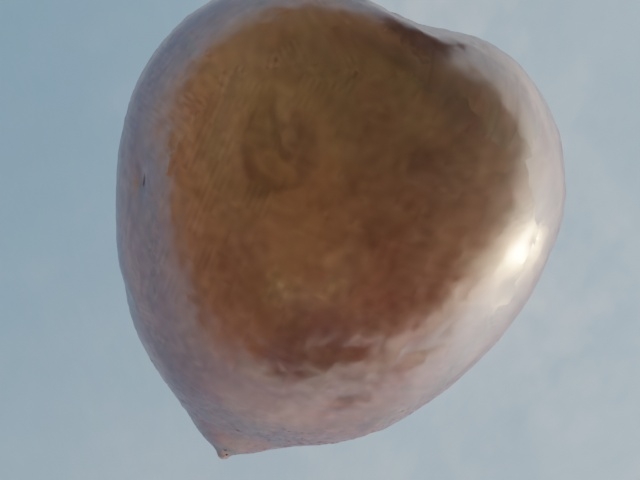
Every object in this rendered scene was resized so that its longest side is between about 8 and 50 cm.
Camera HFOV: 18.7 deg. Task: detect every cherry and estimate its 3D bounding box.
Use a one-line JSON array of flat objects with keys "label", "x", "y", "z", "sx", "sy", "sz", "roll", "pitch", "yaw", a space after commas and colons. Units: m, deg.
[{"label": "cherry", "x": 0.006, "y": -0.007, "z": 0.995, "sx": 0.239, "sy": 0.206, "sz": 0.239, "roll": 7, "pitch": -104, "yaw": -30}]
